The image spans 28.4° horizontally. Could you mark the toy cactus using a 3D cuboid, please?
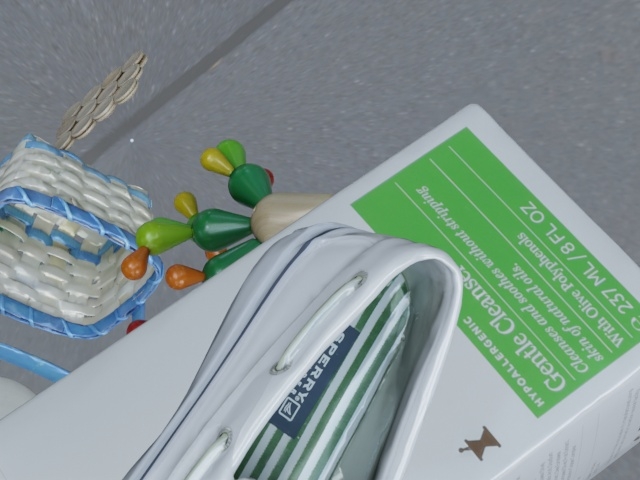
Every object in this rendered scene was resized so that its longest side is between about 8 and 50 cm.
[{"bbox_3d":[-0.067,-0.001,1.061,0.180,0.219,0.112,-8,126,24],"label":"toy cactus"}]

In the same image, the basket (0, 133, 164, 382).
[{"bbox_3d":[-0.307,0.041,1.466,0.254,0.289,0.201,30,124,-25],"label":"basket"}]

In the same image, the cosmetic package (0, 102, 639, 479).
[{"bbox_3d":[0.003,0.116,0.715,0.365,0.155,0.197,-35,64,-14],"label":"cosmetic package"}]

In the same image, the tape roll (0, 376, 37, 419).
[{"bbox_3d":[-0.353,0.237,1.094,0.169,0.246,0.246,-2,96,23],"label":"tape roll"}]

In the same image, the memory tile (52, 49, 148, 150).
[{"bbox_3d":[-0.271,-0.168,1.548,0.148,0.113,0.012,-36,118,21],"label":"memory tile"}]

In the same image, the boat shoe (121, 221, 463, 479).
[{"bbox_3d":[-0.024,0.092,0.395,0.083,0.075,0.226,29,73,-28],"label":"boat shoe"}]
